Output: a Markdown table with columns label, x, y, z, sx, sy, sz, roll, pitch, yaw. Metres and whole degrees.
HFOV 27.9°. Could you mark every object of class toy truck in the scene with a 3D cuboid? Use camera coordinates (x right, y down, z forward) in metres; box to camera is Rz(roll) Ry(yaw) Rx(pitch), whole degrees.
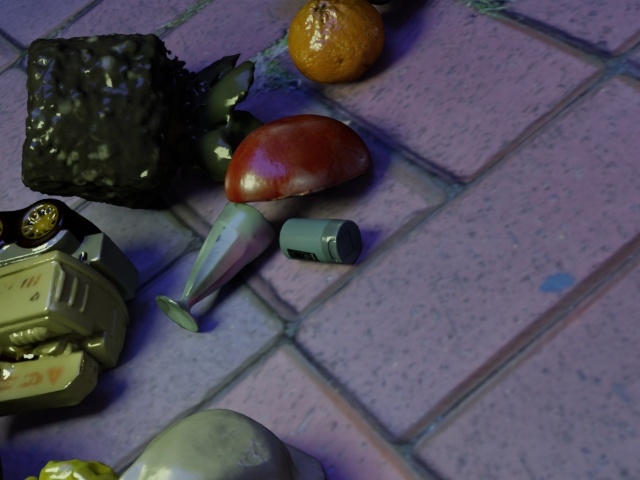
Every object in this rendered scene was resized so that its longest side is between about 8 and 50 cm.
| label | x | y | z | sx | sy | sz | roll | pitch | yaw |
| --- | --- | --- | --- | --- | --- | --- | --- | --- | --- |
| toy truck | -0.425 | 0.107 | 1.570 | 0.405 | 0.181 | 0.254 | -13 | 49 | 18 |

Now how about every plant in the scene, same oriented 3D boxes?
| label | x | y | z | sx | sy | sz | roll | pitch | yaw |
| --- | --- | --- | --- | --- | --- | --- | --- | --- | --- |
| plant | -0.232 | -0.154 | 1.682 | 0.312 | 0.215 | 0.213 | 0 | -10 | -17 |

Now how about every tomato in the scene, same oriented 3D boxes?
| label | x | y | z | sx | sy | sz | roll | pitch | yaw |
| --- | --- | --- | --- | --- | --- | --- | --- | --- | --- |
| tomato | -0.036 | -0.105 | 1.564 | 0.166 | 0.082 | 0.174 | 3 | 23 | 27 |

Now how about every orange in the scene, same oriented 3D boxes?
| label | x | y | z | sx | sy | sz | roll | pitch | yaw |
| --- | --- | --- | --- | --- | --- | --- | --- | --- | --- |
| orange | 0.021 | -0.274 | 1.727 | 0.135 | 0.117 | 0.136 | -2 | 43 | 2 |

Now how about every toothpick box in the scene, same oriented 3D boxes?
| label | x | y | z | sx | sy | sz | roll | pitch | yaw |
| --- | --- | --- | --- | --- | --- | --- | --- | --- | --- |
| toothpick box | 0.000 | 0.000 | 1.499 | 0.083 | 0.052 | 0.052 | 3 | 50 | 38 |

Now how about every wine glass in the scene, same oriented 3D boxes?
| label | x | y | z | sx | sy | sz | roll | pitch | yaw |
| --- | --- | --- | --- | --- | --- | --- | --- | --- | --- |
| wine glass | -0.124 | 0.032 | 1.535 | 0.073 | 0.073 | 0.155 | 13 | 60 | 42 |

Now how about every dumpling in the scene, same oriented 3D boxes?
| label | x | y | z | sx | sy | sz | roll | pitch | yaw |
| --- | --- | --- | --- | --- | --- | --- | --- | --- | --- |
| dumpling | -0.096 | 0.244 | 1.226 | 0.162 | 0.132 | 0.250 | 37 | 35 | 26 |

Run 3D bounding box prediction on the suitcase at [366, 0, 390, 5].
| label | x | y | z | sx | sy | sz | roll | pitch | yaw |
| --- | --- | --- | --- | --- | --- | --- | --- | --- | --- |
| suitcase | 0.051 | -0.415 | 1.866 | 0.206 | 0.066 | 0.285 | -34 | 35 | -33 |

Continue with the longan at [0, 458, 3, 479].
| label | x | y | z | sx | sy | sz | roll | pitch | yaw |
| --- | --- | --- | --- | --- | --- | --- | --- | --- | --- |
| longan | -0.507 | 0.268 | 1.326 | 0.361 | 0.361 | 0.361 | -18 | 40 | 16 |

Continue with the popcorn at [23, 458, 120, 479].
| label | x | y | z | sx | sy | sz | roll | pitch | yaw |
| --- | --- | --- | --- | --- | --- | --- | --- | --- | --- |
| popcorn | -0.251 | 0.313 | 1.242 | 0.197 | 0.155 | 0.197 | -27 | 30 | 18 |
